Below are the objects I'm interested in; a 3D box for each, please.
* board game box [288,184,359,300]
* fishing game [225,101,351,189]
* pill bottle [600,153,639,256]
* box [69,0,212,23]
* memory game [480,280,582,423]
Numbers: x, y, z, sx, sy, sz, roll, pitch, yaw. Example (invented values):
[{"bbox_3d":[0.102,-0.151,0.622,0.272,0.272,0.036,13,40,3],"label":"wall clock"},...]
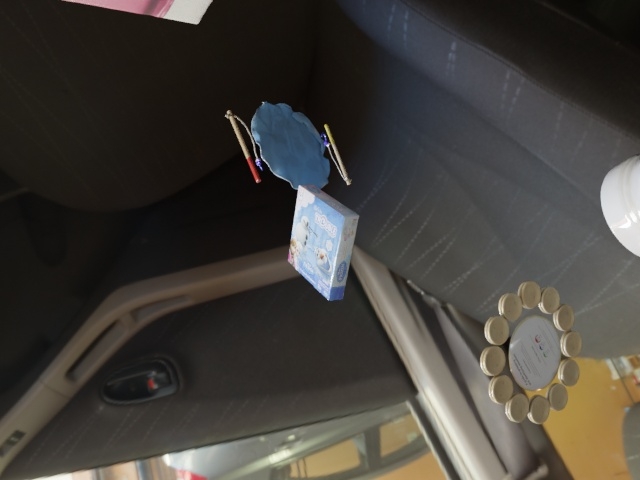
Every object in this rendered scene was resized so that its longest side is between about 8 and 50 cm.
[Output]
[{"bbox_3d":[0.000,0.000,0.566,0.020,0.090,0.090,-4,115,-32],"label":"board game box"},{"bbox_3d":[-0.057,-0.169,1.018,0.041,0.189,0.264,-32,167,38],"label":"fishing game"},{"bbox_3d":[0.439,-0.080,0.565,0.162,0.162,0.278,-11,166,-21],"label":"pill bottle"},{"bbox_3d":[-0.183,-0.275,0.418,0.232,0.127,0.148,-3,166,-33],"label":"box"},{"bbox_3d":[0.279,0.147,0.731,0.186,0.186,0.012,-7,-179,-29],"label":"memory game"}]
